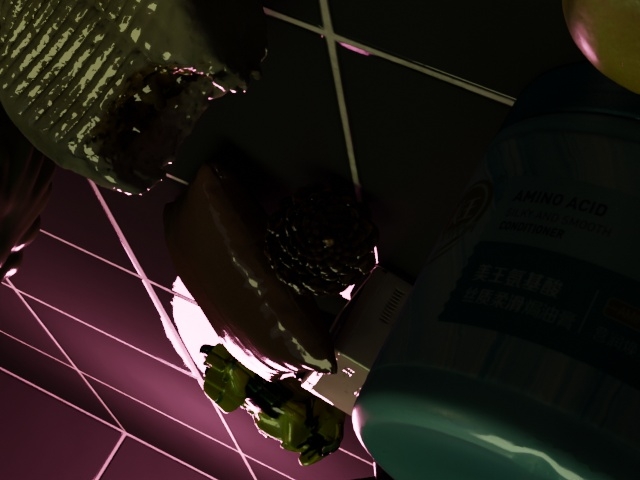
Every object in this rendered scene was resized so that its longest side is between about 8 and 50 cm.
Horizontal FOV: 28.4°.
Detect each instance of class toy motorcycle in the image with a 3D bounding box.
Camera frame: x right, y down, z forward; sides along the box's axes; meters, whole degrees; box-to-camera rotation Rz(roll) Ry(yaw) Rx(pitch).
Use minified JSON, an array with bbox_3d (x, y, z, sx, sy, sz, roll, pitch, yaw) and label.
[{"bbox_3d":[-0.075,0.291,2.242,0.206,0.142,0.342,5,149,46],"label":"toy motorcycle"}]

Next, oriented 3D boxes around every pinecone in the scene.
[{"bbox_3d":[-0.001,0.001,1.500,0.140,0.140,0.121,33,159,-6],"label":"pinecone"}]

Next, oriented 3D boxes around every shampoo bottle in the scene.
[{"bbox_3d":[0.240,0.085,1.070,0.331,0.343,0.331,26,160,11],"label":"shampoo bottle"}]

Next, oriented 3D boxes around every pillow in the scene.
[{"bbox_3d":[-0.105,0.055,1.676,0.305,0.108,0.308,59,161,-1],"label":"pillow"}]

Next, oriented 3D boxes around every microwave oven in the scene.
[{"bbox_3d":[0.098,0.160,1.708,0.194,0.145,0.240,28,159,-1],"label":"microwave oven"}]

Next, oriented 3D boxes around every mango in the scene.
[{"bbox_3d":[0.232,-0.180,0.837,0.137,0.091,0.237,19,157,12],"label":"mango"}]

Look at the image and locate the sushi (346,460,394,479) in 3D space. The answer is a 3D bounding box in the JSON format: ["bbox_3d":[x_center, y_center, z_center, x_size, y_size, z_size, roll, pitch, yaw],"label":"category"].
[{"bbox_3d":[0.205,0.303,1.814,0.373,0.100,0.296,-1,-179,-35],"label":"sushi"}]

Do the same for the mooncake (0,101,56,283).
[{"bbox_3d":[-0.514,-0.053,1.789,0.187,0.351,0.351,24,158,9],"label":"mooncake"}]

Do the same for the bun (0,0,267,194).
[{"bbox_3d":[-0.172,-0.197,1.173,0.281,0.281,0.205,22,-159,21],"label":"bun"}]

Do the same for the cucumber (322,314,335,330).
[{"bbox_3d":[0.017,0.145,1.924,0.220,0.046,0.070,18,154,26],"label":"cucumber"}]
